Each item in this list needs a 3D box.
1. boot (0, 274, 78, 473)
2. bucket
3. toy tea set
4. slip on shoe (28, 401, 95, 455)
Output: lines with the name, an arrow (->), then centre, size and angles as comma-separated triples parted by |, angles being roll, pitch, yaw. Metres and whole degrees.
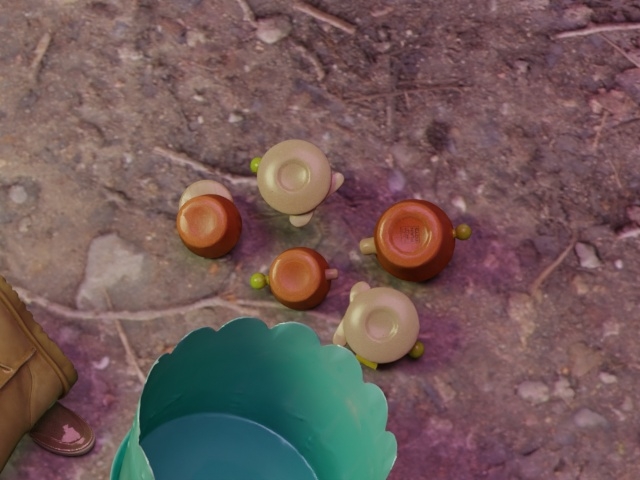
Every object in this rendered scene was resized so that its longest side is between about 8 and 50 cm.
boot -> -0.392, 0.157, 1.964 | 0.236, 0.089, 0.269 | 46, 49, -10
bucket -> -0.078, 0.235, 1.978 | 0.281, 0.183, 0.281 | 11, 53, -14
toy tea set -> 0.000, 0.000, 2.224 | 0.336, 0.124, 0.200 | 29, 89, 8
slip on shoe -> -0.304, 0.186, 2.094 | 0.135, 0.041, 0.051 | 33, 61, 14
